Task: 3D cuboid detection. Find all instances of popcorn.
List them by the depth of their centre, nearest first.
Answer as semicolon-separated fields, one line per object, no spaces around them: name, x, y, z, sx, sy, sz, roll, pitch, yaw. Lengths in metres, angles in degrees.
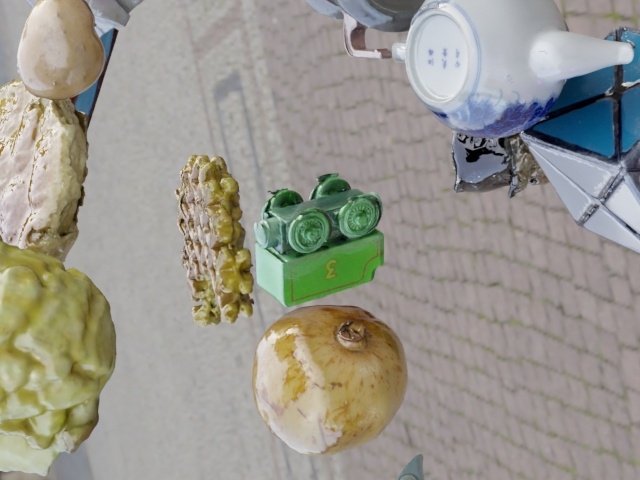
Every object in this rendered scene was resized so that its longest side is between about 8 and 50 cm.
popcorn;-0.371;0.134;1.448;0.293;0.237;0.293;-32;45;38

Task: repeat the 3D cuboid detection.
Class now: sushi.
sushi;0.373;-0.191;2.379;0.238;0.219;0.225;-4;-80;-71

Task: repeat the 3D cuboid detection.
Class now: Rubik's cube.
Rubik's cube;0.510;-0.147;1.914;0.255;0.259;0.260;48;169;-36

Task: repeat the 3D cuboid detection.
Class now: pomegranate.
pomegranate;0.013;0.179;1.686;0.215;0.215;0.215;167;90;-74

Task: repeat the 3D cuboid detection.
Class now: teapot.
teapot;0.275;-0.284;1.876;0.424;0.280;0.252;12;108;51
teapot;0.095;-0.485;2.279;0.344;0.253;0.300;-151;57;-71

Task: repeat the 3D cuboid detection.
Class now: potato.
potato;-0.321;-0.237;1.536;0.112;0.112;0.147;-118;34;-43

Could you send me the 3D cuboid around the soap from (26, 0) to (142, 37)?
soap;-0.358;-0.469;1.861;0.302;0.258;0.159;47;153;-12

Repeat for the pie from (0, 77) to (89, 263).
pie;-0.417;-0.059;1.650;0.339;0.083;0.339;-17;64;39

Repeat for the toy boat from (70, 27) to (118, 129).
toy boat;-0.456;-0.211;2.227;0.136;0.079;0.392;-169;98;-73

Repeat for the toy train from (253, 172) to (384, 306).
toy train;0.000;0.000;2.129;0.132;0.243;0.188;35;135;50

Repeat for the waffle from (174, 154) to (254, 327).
waffle;-0.154;-0.001;1.818;0.293;0.069;0.259;172;91;-72

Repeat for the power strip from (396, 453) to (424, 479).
power strip;0.170;0.371;1.559;0.253;0.167;0.054;20;147;19
